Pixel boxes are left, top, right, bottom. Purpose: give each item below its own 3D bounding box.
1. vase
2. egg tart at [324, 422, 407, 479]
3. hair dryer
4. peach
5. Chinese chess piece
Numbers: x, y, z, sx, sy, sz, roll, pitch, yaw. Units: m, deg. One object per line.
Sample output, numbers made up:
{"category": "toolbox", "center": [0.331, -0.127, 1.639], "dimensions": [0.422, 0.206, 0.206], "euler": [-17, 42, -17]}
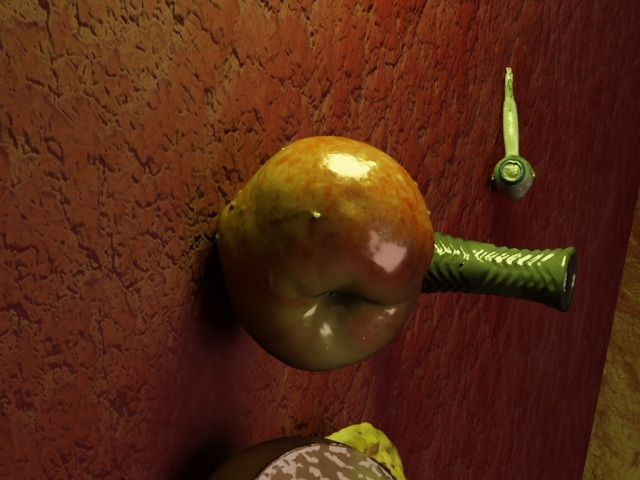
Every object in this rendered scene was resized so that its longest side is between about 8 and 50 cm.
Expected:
{"category": "vase", "center": [0.188, 0.034, 1.639], "dimensions": [0.115, 0.237, 0.115], "euler": [8, 90, -69]}
{"category": "egg tart", "center": [0.040, 0.426, 1.483], "dimensions": [0.443, 0.178, 0.443], "euler": [10, 90, -69]}
{"category": "hair dryer", "center": [0.305, -0.153, 2.153], "dimensions": [0.167, 0.067, 0.199], "euler": [65, 22, -68]}
{"category": "peach", "center": [0.000, 0.000, 1.257], "dimensions": [0.232, 0.232, 0.232], "euler": [8, 90, -68]}
{"category": "Chinese chess piece", "center": [-0.016, 0.311, 1.252], "dimensions": [0.257, 0.104, 0.257], "euler": [11, 72, -35]}
